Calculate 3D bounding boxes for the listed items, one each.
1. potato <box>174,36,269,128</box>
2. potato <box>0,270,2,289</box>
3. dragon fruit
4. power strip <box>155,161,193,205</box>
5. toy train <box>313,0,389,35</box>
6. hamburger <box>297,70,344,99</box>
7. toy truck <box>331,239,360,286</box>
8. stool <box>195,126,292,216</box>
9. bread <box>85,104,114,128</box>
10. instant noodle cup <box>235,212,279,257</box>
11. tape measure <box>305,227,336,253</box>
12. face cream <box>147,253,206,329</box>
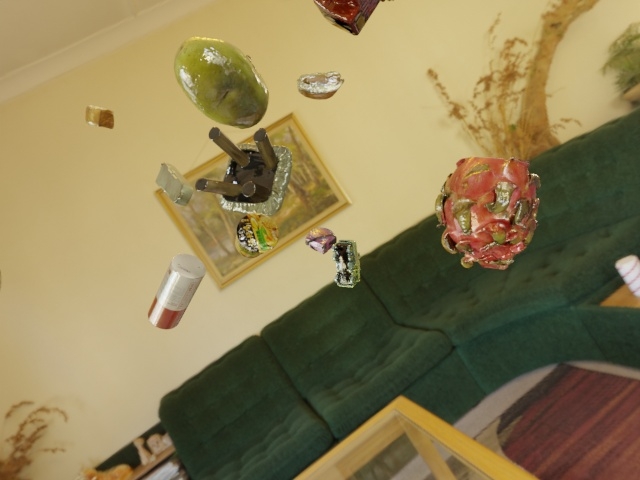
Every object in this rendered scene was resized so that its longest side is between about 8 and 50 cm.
[{"bbox_3d":[-0.221,-0.360,1.047,0.169,0.143,0.248,-47,-42,10],"label":"potato"},{"bbox_3d":[-0.849,0.090,1.091,0.157,0.157,0.194,-34,-12,-20],"label":"potato"},{"bbox_3d":[0.433,-0.068,1.201,0.269,0.291,0.250,12,8,44],"label":"dragon fruit"},{"bbox_3d":[-0.476,-0.183,1.482,0.286,0.048,0.080,37,104,52],"label":"power strip"},{"bbox_3d":[0.077,-0.618,1.023,0.231,0.163,0.369,-58,-10,13],"label":"toy train"},{"bbox_3d":[-0.001,-0.563,1.707,0.176,0.087,0.102,-13,-18,-10],"label":"hamburger"},{"bbox_3d":[0.113,0.085,1.850,0.085,0.191,0.116,0,12,32],"label":"toy truck"},{"bbox_3d":[-0.304,-0.274,1.823,0.310,0.310,0.226,8,-8,24],"label":"stool"},{"bbox_3d":[-0.788,-0.441,1.633,0.077,0.083,0.070,-17,-57,-67],"label":"bread"},{"bbox_3d":[-0.236,-0.011,1.621,0.151,0.151,0.122,-34,-2,-30],"label":"instant noodle cup"},{"bbox_3d":[0.000,0.000,1.923,0.118,0.074,0.125,25,37,34],"label":"tape measure"},{"bbox_3d":[-0.404,0.145,1.274,0.214,0.096,0.096,-56,-10,28],"label":"face cream"}]
